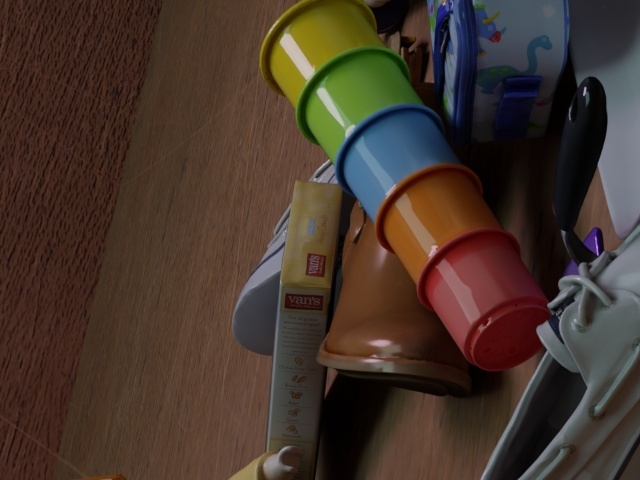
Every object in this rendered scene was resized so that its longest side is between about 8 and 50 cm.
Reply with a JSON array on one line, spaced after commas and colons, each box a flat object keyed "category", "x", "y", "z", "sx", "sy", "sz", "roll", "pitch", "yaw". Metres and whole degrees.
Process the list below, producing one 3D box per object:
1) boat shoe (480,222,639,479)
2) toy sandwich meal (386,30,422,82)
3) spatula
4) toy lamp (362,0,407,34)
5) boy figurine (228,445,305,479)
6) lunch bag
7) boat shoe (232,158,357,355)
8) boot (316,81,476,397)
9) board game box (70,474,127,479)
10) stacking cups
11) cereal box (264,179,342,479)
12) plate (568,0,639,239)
[{"category": "boat shoe", "x": 0.157, "y": 0.055, "z": 0.949, "sx": 0.095, "sy": 0.084, "sz": 0.258, "roll": -109, "pitch": 38, "yaw": -68}, {"category": "toy sandwich meal", "x": 0.074, "y": -0.155, "z": 1.664, "sx": 0.085, "sy": 0.029, "sz": 0.086, "roll": -171, "pitch": 90, "yaw": -85}, {"category": "spatula", "x": 0.145, "y": -0.004, "z": 1.003, "sx": 0.296, "sy": 0.030, "sz": 0.084, "roll": 74, "pitch": -164, "yaw": -62}, {"category": "toy lamp", "x": 0.070, "y": -0.243, "z": 1.682, "sx": 0.274, "sy": 0.080, "sz": 0.080, "roll": 171, "pitch": 115, "yaw": -74}, {"category": "boy figurine", "x": -0.065, "y": 0.242, "z": 1.424, "sx": 0.285, "sy": 0.092, "sz": 0.177, "roll": 4, "pitch": 66, "yaw": 54}, {"category": "lunch bag", "x": 0.117, "y": -0.163, "z": 1.210, "sx": 0.219, "sy": 0.090, "sz": 0.176, "roll": 77, "pitch": -172, "yaw": -77}, {"category": "boat shoe", "x": 0.000, "y": 0.000, "z": 1.632, "sx": 0.088, "sy": 0.096, "sz": 0.267, "roll": -82, "pitch": 17, "yaw": -47}, {"category": "boot", "x": 0.076, "y": -0.005, "z": 1.325, "sx": 0.283, "sy": 0.109, "sz": 0.220, "roll": -97, "pitch": 22, "yaw": -86}, {"category": "board game box", "x": -0.248, "y": 0.419, "z": 1.210, "sx": 0.356, "sy": 0.356, "sz": 0.357, "roll": 41, "pitch": 129, "yaw": 52}, {"category": "stacking cups", "x": 0.061, "y": -0.047, "z": 1.215, "sx": 0.316, "sy": 0.096, "sz": 0.096, "roll": 57, "pitch": 133, "yaw": 42}, {"category": "cereal box", "x": -0.016, "y": 0.092, "z": 1.515, "sx": 0.173, "sy": 0.047, "sz": 0.240, "roll": -83, "pitch": -1, "yaw": -59}, {"category": "plate", "x": 0.229, "y": -0.175, "z": 1.026, "sx": 0.278, "sy": 0.045, "sz": 0.277, "roll": -92, "pitch": 23, "yaw": -53}]
